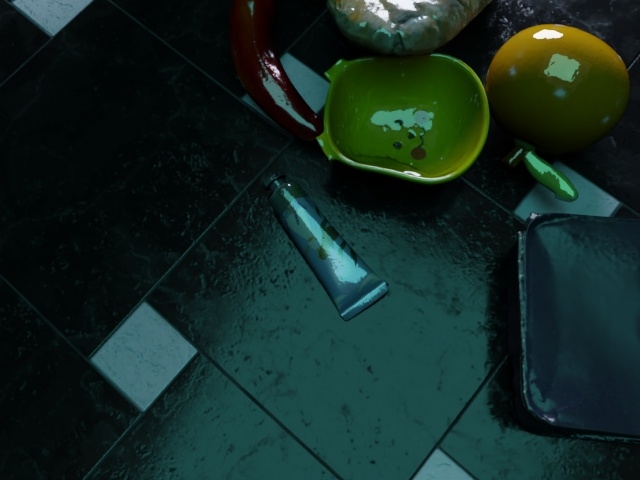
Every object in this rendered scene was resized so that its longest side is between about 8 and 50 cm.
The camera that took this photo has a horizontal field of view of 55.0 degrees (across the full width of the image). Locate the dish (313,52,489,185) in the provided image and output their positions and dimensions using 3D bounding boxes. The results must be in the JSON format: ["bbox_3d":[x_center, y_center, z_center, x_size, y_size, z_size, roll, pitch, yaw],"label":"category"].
[{"bbox_3d":[0.127,-0.179,0.982,0.262,0.108,0.221,5,73,3],"label":"dish"}]

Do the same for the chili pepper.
[{"bbox_3d":[-0.084,-0.307,1.057,0.137,0.092,0.369,-12,77,-23],"label":"chili pepper"}]

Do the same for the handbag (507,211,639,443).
[{"bbox_3d":[0.433,0.126,0.863,0.329,0.122,0.303,3,71,5],"label":"handbag"}]

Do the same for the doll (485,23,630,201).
[{"bbox_3d":[0.343,-0.202,0.938,0.213,0.213,0.236,27,91,11],"label":"doll"}]

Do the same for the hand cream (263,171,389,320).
[{"bbox_3d":[0.000,0.000,0.969,0.088,0.055,0.256,-36,81,-3],"label":"hand cream"}]

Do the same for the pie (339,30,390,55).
[{"bbox_3d":[0.112,-0.416,1.090,0.195,0.046,0.195,-1,73,4],"label":"pie"}]

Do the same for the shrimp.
[{"bbox_3d":[0.190,-0.434,1.020,0.221,0.110,0.445,39,60,22],"label":"shrimp"}]
